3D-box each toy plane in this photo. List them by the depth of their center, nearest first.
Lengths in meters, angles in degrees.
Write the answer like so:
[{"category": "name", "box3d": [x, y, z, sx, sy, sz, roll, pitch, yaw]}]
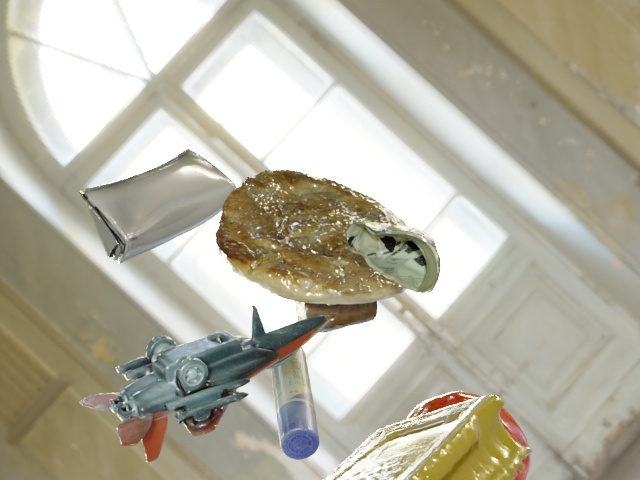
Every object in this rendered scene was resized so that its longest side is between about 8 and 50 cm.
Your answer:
[{"category": "toy plane", "box3d": [-0.125, 0.151, 1.348, 0.326, 0.104, 0.223, -31, 28, -23]}]

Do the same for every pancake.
[{"category": "pancake", "box3d": [0.000, -0.002, 1.684, 0.356, 0.356, 0.065, -45, -30, -57]}]

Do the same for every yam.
[{"category": "yam", "box3d": [0.022, 0.100, 1.706, 0.127, 0.084, 0.084, -11, -17, -21]}]

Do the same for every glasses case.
[{"category": "glasses case", "box3d": [-0.267, -0.056, 1.758, 0.083, 0.128, 0.308, -42, -7, 35]}]

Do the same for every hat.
[{"category": "hat", "box3d": [0.109, 0.008, 1.418, 0.081, 0.122, 0.166, -39, 4, -15]}]

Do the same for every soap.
[{"category": "soap", "box3d": [0.060, 0.278, 1.108, 0.199, 0.091, 0.315, -29, 1, 42]}]

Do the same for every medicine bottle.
[{"category": "medicine bottle", "box3d": [-0.040, 0.234, 1.630, 0.059, 0.059, 0.231, -48, 22, 16]}]

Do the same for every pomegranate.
[{"category": "pomegranate", "box3d": [0.210, 0.356, 1.750, 0.257, 0.221, 0.221, -29, 10, 36]}]
